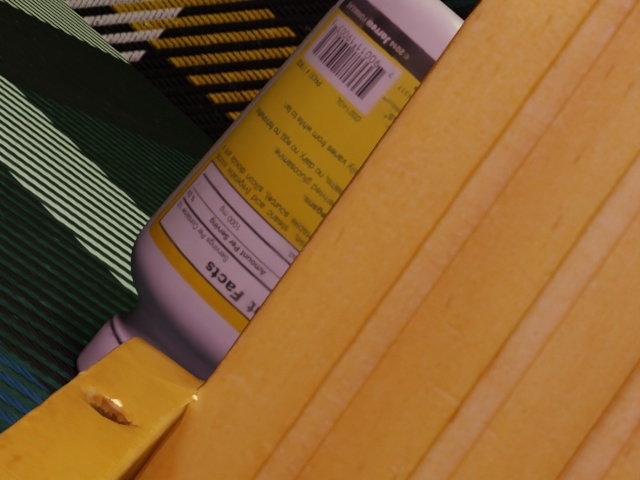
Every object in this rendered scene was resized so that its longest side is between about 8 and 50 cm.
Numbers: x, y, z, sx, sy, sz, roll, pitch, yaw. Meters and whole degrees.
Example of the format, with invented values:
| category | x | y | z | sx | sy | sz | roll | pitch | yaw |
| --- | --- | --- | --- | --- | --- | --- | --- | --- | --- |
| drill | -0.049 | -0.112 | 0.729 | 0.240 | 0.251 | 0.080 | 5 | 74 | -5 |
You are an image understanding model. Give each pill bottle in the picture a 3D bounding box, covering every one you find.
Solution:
| category | x | y | z | sx | sy | sz | roll | pitch | yaw |
| --- | --- | --- | --- | --- | --- | --- | --- | --- | --- |
| pill bottle | 0.000 | 0.000 | 1.210 | 0.188 | 0.334 | 0.188 | 41 | 7 | -6 |

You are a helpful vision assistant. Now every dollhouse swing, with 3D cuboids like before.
| category | x | y | z | sx | sy | sz | roll | pitch | yaw |
| --- | --- | --- | --- | --- | --- | --- | --- | --- | --- |
| dollhouse swing | 0.092 | 0.111 | 0.465 | 0.347 | 0.305 | 0.315 | 37 | 9 | 2 |
